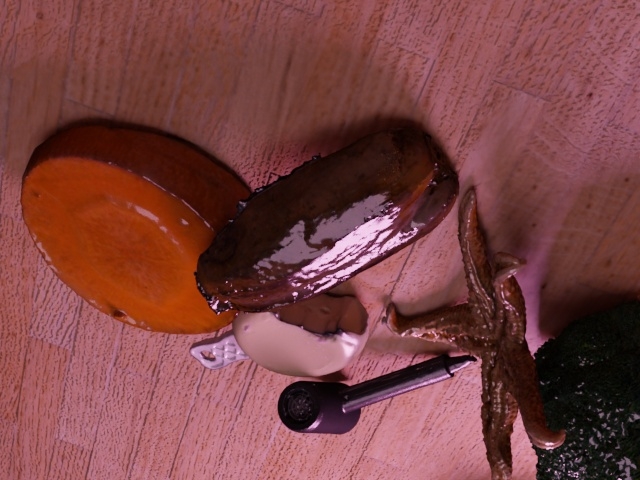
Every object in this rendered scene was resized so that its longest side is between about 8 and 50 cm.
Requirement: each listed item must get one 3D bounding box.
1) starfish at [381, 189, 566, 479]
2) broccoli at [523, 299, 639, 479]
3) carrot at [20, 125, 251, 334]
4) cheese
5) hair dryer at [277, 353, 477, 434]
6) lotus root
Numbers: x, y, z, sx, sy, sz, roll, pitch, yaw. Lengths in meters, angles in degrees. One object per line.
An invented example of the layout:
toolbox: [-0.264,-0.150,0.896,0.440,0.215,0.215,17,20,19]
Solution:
starfish: [0.188,0.122,1.690,0.327,0.094,0.375,5,108,64]
broccoli: [0.356,0.213,1.700,0.245,0.265,0.294,5,107,-28]
carrot: [-0.214,-0.014,1.741,0.307,0.100,0.258,31,134,-13]
cheese: [-0.052,0.130,1.862,0.163,0.071,0.249,30,139,-13]
hair dryer: [0.075,0.184,1.860,0.255,0.070,0.128,-23,164,23]
lotus root: [-0.001,0.001,1.612,0.329,0.078,0.167,-33,124,21]
